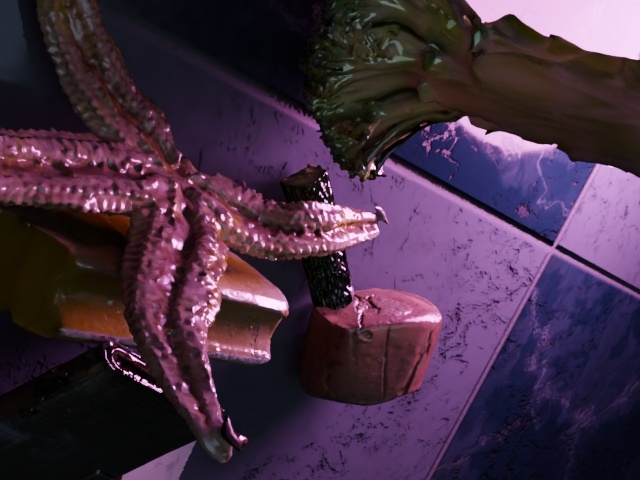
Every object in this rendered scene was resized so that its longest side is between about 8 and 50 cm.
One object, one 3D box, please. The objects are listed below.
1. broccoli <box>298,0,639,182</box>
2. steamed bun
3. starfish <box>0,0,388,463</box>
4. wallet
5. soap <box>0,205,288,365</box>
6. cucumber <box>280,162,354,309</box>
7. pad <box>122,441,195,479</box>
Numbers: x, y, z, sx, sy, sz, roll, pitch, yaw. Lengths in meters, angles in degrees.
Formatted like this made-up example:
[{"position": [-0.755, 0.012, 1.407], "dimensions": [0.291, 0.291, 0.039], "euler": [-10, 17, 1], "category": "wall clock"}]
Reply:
[{"position": [0.154, -0.173, 0.605], "dimensions": [0.221, 0.361, 0.252], "euler": [-31, 118, -57], "category": "broccoli"}, {"position": [0.059, 0.136, 0.875], "dimensions": [0.175, 0.106, 0.145], "euler": [0, 119, -23], "category": "steamed bun"}, {"position": [-0.110, -0.052, 0.528], "dimensions": [0.132, 0.384, 0.398], "euler": [-29, 110, 24], "category": "starfish"}, {"position": [-0.256, 0.188, 0.593], "dimensions": [0.316, 0.044, 0.169], "euler": [-28, 139, 13], "category": "wallet"}, {"position": [-0.170, 0.032, 0.594], "dimensions": [0.257, 0.160, 0.080], "euler": [19, 99, -42], "category": "soap"}, {"position": [0.001, 0.000, 0.785], "dimensions": [0.058, 0.058, 0.187], "euler": [-31, 129, -22], "category": "cucumber"}, {"position": [-0.233, 0.285, 0.784], "dimensions": [0.156, 0.004, 0.232], "euler": [20, 100, -42], "category": "pad"}]
